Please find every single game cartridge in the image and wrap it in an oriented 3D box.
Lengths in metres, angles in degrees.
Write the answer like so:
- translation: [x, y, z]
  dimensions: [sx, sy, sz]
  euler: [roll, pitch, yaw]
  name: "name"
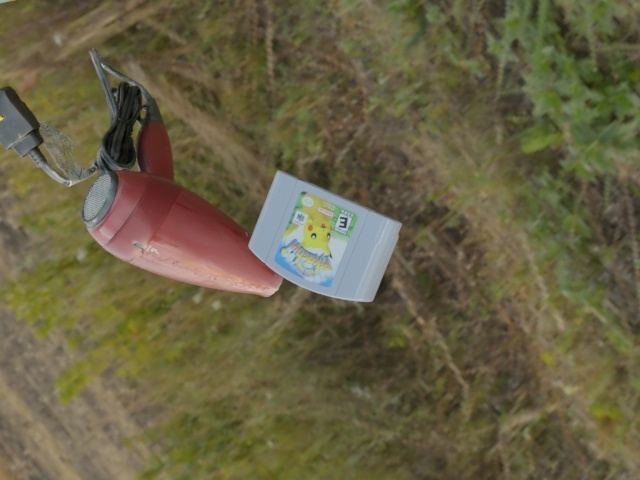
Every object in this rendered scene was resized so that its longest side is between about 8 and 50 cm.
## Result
- translation: [0.000, 0.000, 0.673]
  dimensions: [0.083, 0.017, 0.056]
  euler: [24, 99, 27]
  name: "game cartridge"

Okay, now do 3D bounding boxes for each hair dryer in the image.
- translation: [-0.141, -0.061, 1.079]
  dimensions: [0.293, 0.223, 0.080]
  euler: [49, 123, 2]
  name: "hair dryer"

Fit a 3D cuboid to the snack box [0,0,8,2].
- translation: [-0.295, -0.241, 0.901]
  dimensions: [0.037, 0.100, 0.141]
  euler: [-163, 60, -85]
  name: "snack box"
